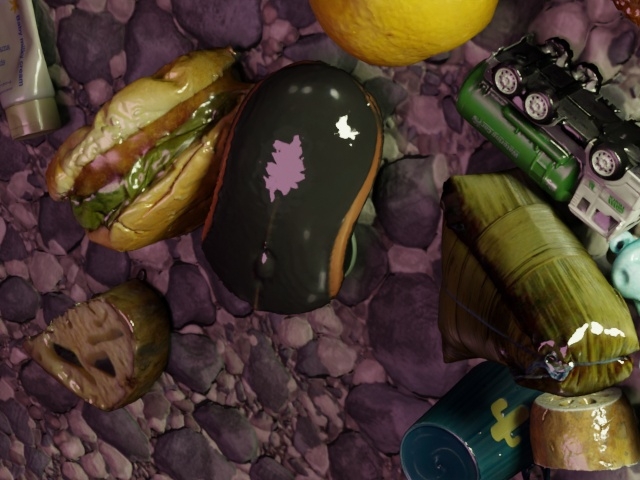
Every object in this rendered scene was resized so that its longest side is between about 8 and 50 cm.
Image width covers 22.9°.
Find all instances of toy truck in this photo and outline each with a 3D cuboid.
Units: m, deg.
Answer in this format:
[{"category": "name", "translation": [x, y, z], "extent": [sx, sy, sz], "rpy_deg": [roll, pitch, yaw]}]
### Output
[{"category": "toy truck", "translation": [0.249, -0.108, 1.621], "extent": [0.242, 0.101, 0.125], "rpy_deg": [43, 135, 20]}]

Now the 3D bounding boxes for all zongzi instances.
[{"category": "zongzi", "translation": [0.211, 0.110, 1.692], "extent": [0.300, 0.138, 0.286], "rpy_deg": [103, 151, -41]}]

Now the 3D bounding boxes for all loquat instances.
[{"category": "loquat", "translation": [0.086, -0.276, 1.610], "extent": [0.208, 0.208, 0.208], "rpy_deg": [17, 119, 33]}]

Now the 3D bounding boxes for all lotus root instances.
[{"category": "lotus root", "translation": [0.286, 0.209, 1.721], "extent": [0.122, 0.112, 0.081], "rpy_deg": [-2, 101, 41]}, {"category": "lotus root", "translation": [-0.302, 0.152, 2.204], "extent": [0.170, 0.074, 0.261], "rpy_deg": [54, 133, 3]}]

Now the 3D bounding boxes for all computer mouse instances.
[{"category": "computer mouse", "translation": [-0.036, -0.052, 1.831], "extent": [0.183, 0.116, 0.323], "rpy_deg": [22, 117, 11]}]

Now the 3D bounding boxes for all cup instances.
[{"category": "cup", "translation": [0.186, 0.242, 1.788], "extent": [0.131, 0.155, 0.176], "rpy_deg": [-35, 85, 43]}]

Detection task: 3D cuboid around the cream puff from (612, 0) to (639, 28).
[{"category": "cream puff", "translation": [0.363, -0.281, 1.374], "extent": [0.303, 0.212, 0.303], "rpy_deg": [21, 123, 37]}]

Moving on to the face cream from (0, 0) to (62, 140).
[{"category": "face cream", "translation": [-0.410, -0.250, 2.124], "extent": [0.114, 0.070, 0.224], "rpy_deg": [-13, 92, 42]}]

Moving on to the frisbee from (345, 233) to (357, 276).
[{"category": "frisbee", "translation": [0.000, 0.000, 1.927], "extent": [0.110, 0.014, 0.110], "rpy_deg": [16, 117, 33]}]

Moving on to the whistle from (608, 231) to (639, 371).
[{"category": "whistle", "translation": [0.396, 0.087, 1.595], "extent": [0.274, 0.093, 0.186], "rpy_deg": [44, 113, 12]}]

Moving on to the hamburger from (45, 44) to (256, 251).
[{"category": "hamburger", "translation": [-0.219, -0.083, 1.940], "extent": [0.162, 0.209, 0.330], "rpy_deg": [56, 134, 5]}]
